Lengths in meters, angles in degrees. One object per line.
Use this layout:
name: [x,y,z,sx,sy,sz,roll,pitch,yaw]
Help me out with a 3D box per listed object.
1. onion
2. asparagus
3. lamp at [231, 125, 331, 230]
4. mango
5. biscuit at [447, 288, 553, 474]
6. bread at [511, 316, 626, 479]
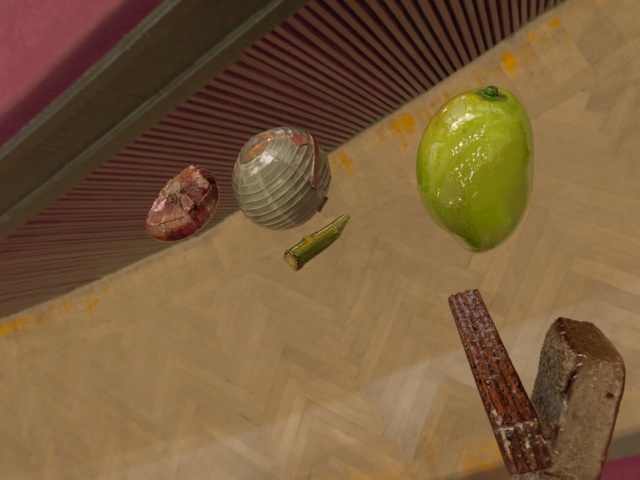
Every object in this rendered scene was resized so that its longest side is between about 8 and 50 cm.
onion: [-0.289,-0.068,1.053,0.098,0.151,0.206,26,64,7]
asparagus: [0.000,0.000,0.926,0.045,0.178,0.041,36,138,22]
lamp: [-0.085,-0.145,1.123,0.233,0.233,0.265,-25,45,23]
mango: [0.256,-0.088,0.781,0.192,0.343,0.156,-35,46,-5]
biscuit: [0.312,0.230,0.872,0.073,0.388,0.107,-19,113,13]
bread: [0.428,0.359,0.851,0.113,0.165,0.416,9,102,10]
